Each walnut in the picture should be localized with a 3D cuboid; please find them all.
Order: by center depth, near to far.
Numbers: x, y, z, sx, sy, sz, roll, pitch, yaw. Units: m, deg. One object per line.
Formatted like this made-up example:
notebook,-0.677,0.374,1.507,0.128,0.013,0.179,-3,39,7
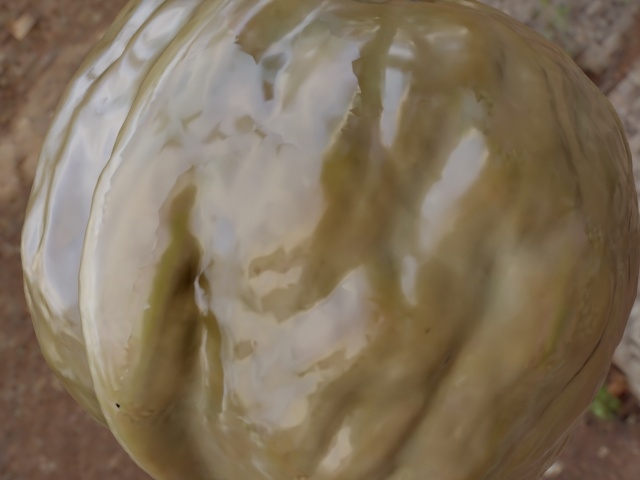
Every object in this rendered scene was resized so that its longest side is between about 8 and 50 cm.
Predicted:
walnut,0.000,0.000,0.874,0.296,0.285,0.285,21,67,28
